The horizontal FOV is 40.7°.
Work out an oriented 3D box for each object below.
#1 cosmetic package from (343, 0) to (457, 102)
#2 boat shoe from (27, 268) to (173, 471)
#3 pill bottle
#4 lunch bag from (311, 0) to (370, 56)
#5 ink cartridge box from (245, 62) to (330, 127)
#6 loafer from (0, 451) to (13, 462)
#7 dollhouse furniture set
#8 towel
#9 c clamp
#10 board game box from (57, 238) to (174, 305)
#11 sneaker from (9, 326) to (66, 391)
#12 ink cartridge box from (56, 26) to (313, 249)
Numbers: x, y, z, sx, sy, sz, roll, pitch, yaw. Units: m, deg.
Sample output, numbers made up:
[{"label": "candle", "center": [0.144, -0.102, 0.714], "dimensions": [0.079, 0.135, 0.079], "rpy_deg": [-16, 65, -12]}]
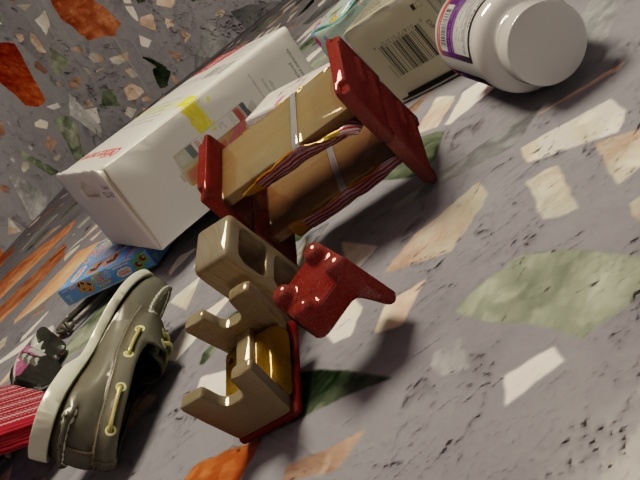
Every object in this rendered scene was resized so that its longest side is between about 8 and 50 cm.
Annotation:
[{"label": "cosmetic package", "center": [0.176, -0.341, 1.182], "dimensions": [0.153, 0.129, 0.296], "rpy_deg": [-22, 28, 49]}, {"label": "boat shoe", "center": [-0.220, 0.140, 0.970], "dimensions": [0.305, 0.091, 0.109], "rpy_deg": [-70, -4, -58]}, {"label": "pill bottle", "center": [0.195, -0.210, 0.889], "dimensions": [0.108, 0.108, 0.193], "rpy_deg": [-41, 19, 4]}, {"label": "lunch bag", "center": [0.121, -0.415, 1.484], "dimensions": [0.279, 0.108, 0.224], "rpy_deg": [-42, 13, -7]}, {"label": "ink cartridge box", "center": [0.001, -0.161, 1.154], "dimensions": [0.198, 0.115, 0.067], "rpy_deg": [-11, 35, 55]}, {"label": "loafer", "center": [-0.431, 0.289, 1.154], "dimensions": [0.125, 0.039, 0.045], "rpy_deg": [-46, -14, -21]}, {"label": "dollhouse furniture set", "center": [0.000, 0.000, 0.820], "dimensions": [0.201, 0.152, 0.374], "rpy_deg": [-33, 38, 24]}, {"label": "towel", "center": [-0.426, 0.230, 1.076], "dimensions": [0.199, 0.031, 0.275], "rpy_deg": [-13, 6, -40]}, {"label": "c clamp", "center": [-0.400, 0.109, 1.497], "dimensions": [0.161, 0.022, 0.137], "rpy_deg": [-43, 19, -4]}, {"label": "board game box", "center": [-0.338, 0.022, 1.498], "dimensions": [0.211, 0.039, 0.160], "rpy_deg": [-22, 24, 28]}, {"label": "sneaker", "center": [-0.441, 0.203, 1.328], "dimensions": [0.077, 0.072, 0.178], "rpy_deg": [-52, 9, 8]}, {"label": "ink cartridge box", "center": [-0.210, -0.162, 1.432], "dimensions": [0.385, 0.160, 0.279], "rpy_deg": [-42, 20, -22]}]
